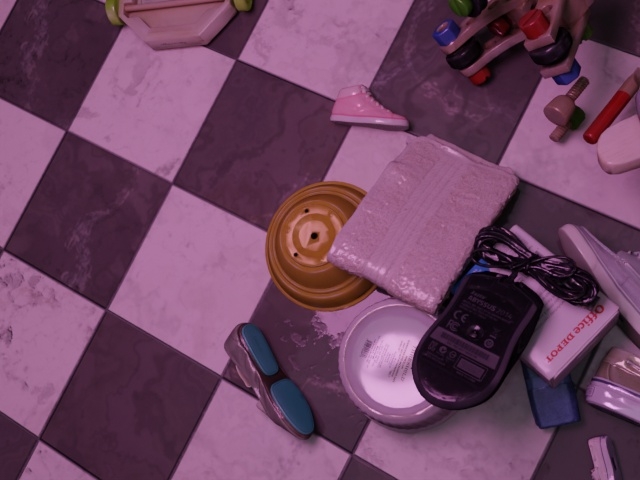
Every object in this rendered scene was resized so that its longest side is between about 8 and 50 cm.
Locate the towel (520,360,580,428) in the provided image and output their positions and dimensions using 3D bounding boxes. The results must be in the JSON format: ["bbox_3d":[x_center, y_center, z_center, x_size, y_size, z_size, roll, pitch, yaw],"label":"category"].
[{"bbox_3d":[0.333,0.210,1.118,0.067,0.029,0.120,-14,75,14],"label":"towel"}]

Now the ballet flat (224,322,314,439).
[{"bbox_3d":[-0.084,0.230,1.218,0.068,0.072,0.213,-45,68,32],"label":"ballet flat"}]

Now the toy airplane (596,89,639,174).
[{"bbox_3d":[0.608,-0.199,0.993,0.384,0.272,0.386,24,84,17],"label":"toy airplane"}]

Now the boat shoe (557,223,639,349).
[{"bbox_3d":[0.435,0.059,1.101,0.081,0.079,0.228,-35,77,-3],"label":"boat shoe"}]

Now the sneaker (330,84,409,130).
[{"bbox_3d":[0.084,-0.220,1.258,0.134,0.051,0.070,11,87,21],"label":"sneaker"}]

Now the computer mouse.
[{"bbox_3d":[0.231,0.123,1.038,0.188,0.072,0.272,31,71,30],"label":"computer mouse"}]

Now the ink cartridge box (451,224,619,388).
[{"bbox_3d":[0.306,0.094,1.100,0.139,0.082,0.190,-45,63,-2],"label":"ink cartridge box"}]

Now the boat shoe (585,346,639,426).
[{"bbox_3d":[0.514,0.233,1.025,0.302,0.109,0.094,21,83,21],"label":"boat shoe"}]

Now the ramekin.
[{"bbox_3d":[0.123,0.181,1.140,0.207,0.109,0.207,-3,79,15],"label":"ramekin"}]

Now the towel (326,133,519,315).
[{"bbox_3d":[0.160,-0.035,1.152,0.187,0.049,0.282,27,63,20],"label":"towel"}]

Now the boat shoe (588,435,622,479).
[{"bbox_3d":[0.398,0.326,1.078,0.035,0.035,0.100,-19,77,39],"label":"boat shoe"}]

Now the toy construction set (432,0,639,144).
[{"bbox_3d":[0.352,-0.323,1.138,0.309,0.257,0.237,42,79,-2],"label":"toy construction set"}]

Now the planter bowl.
[{"bbox_3d":[0.000,0.000,1.219,0.217,0.090,0.217,-3,79,15],"label":"planter bowl"}]

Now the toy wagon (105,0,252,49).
[{"bbox_3d":[-0.251,-0.522,1.403,0.267,0.068,0.345,-1,78,15],"label":"toy wagon"}]
